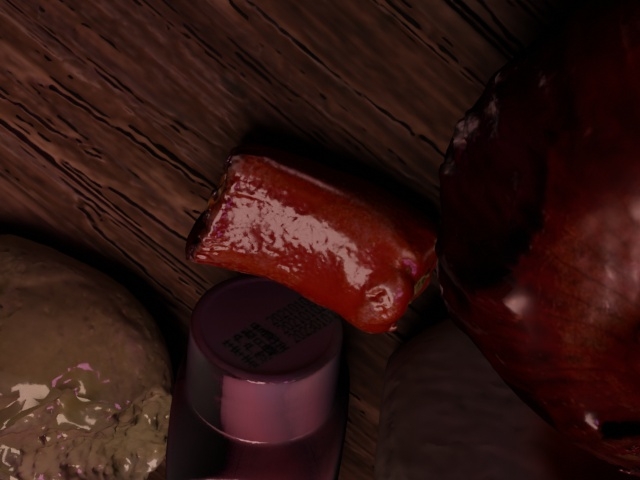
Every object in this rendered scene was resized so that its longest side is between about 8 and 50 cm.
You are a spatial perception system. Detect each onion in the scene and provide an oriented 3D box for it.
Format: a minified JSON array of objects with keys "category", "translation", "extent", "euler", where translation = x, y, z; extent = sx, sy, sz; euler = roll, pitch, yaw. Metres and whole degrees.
[{"category":"onion","translation":[0.172,0.003,0.706],"extent":[0.252,0.219,0.252],"euler":[6,123,10]}]

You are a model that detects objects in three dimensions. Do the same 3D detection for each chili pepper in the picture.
[{"category":"chili pepper","translation":[0.000,0.000,0.848],"extent":[0.123,0.073,0.070],"euler":[24,174,-6]}]

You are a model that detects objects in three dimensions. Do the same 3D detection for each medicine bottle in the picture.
[{"category":"medicine bottle","translation":[-0.035,0.111,0.917],"extent":[0.094,0.119,0.188],"euler":[7,132,1]}]

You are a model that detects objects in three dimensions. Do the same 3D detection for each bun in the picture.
[{"category":"bun","translation":[-0.191,0.102,0.950],"extent":[0.237,0.116,0.210],"euler":[-16,126,27]}]

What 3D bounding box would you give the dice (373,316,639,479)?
[{"category":"dice","translation":[0.150,0.193,0.868],"extent":[0.259,0.243,0.251],"euler":[6,132,5]}]
